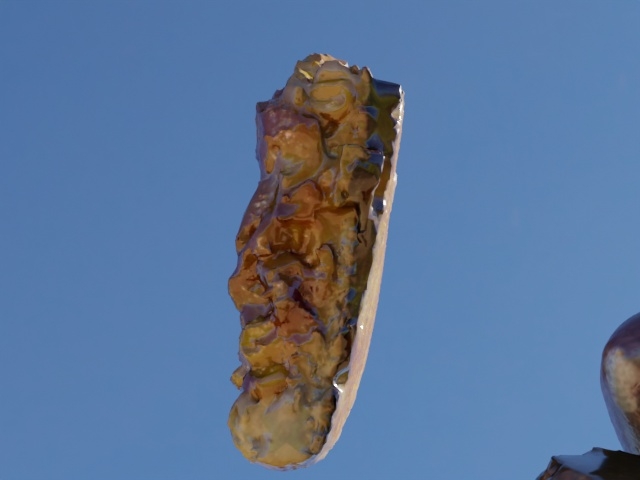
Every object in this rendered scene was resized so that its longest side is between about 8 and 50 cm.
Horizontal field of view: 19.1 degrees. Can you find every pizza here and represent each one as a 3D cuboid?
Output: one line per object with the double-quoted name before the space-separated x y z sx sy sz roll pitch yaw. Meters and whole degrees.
"pizza" 0.000 0.000 1.400 0.114 0.409 0.277 4 -45 5

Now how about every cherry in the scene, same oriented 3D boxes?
"cherry" 0.212 0.075 1.156 0.148 0.188 0.115 10 -51 -29

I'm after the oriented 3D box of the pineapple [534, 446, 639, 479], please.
"pineapple" 0.169 0.300 1.028 0.165 0.364 0.165 6 0 0
